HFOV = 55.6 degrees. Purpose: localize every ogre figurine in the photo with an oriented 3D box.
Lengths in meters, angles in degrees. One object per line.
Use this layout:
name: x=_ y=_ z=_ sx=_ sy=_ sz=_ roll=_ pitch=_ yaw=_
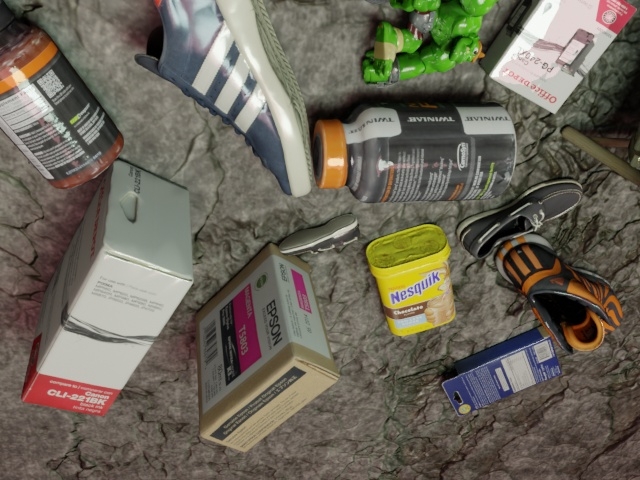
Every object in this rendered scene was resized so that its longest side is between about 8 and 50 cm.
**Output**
ogre figurine: x=0.131 y=-0.252 z=0.703 sx=0.118 sy=0.097 sz=0.197 roll=-5 pitch=136 yaw=-20

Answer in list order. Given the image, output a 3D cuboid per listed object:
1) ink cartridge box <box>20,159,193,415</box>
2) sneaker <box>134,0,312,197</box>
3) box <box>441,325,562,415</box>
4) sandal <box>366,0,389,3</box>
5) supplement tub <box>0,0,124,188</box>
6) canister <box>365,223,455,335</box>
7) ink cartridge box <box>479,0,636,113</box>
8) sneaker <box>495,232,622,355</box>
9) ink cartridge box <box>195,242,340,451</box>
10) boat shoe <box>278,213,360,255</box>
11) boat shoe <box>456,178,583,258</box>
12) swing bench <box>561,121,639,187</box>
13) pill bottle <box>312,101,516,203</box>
ink cartridge box: x=-0.277 y=0.063 z=0.795 sx=0.114 sy=0.197 sz=0.273 roll=21 pitch=121 yaw=-28
sneaker: x=-0.115 y=-0.189 z=0.691 sx=0.148 sy=0.131 sz=0.350 roll=-16 pitch=124 yaw=9
box: x=0.354 y=0.261 z=1.199 sx=0.225 sy=0.037 sz=0.136 roll=-26 pitch=128 yaw=6
sandal: x=0.012 y=-0.358 z=0.631 sx=0.097 sy=0.055 sz=0.254 roll=-25 pitch=139 yaw=17
supplement tub: x=-0.315 y=-0.160 z=0.671 sx=0.106 sy=0.106 sz=0.198 roll=-24 pitch=128 yaw=6
canister: x=0.151 y=0.069 z=0.979 sx=0.126 sy=0.073 sz=0.170 roll=-17 pitch=131 yaw=2
ink cartridge box: x=0.288 y=-0.250 z=0.752 sx=0.109 sy=0.063 sz=0.151 roll=24 pitch=120 yaw=-14
sneaker: x=0.428 y=0.126 z=1.016 sx=0.321 sy=0.180 sz=0.125 roll=27 pitch=118 yaw=-29
ink cartridge box: x=-0.089 y=0.149 z=0.882 sx=0.088 sy=0.235 sz=0.193 roll=33 pitch=114 yaw=-33
boat shoe: x=0.000 y=0.000 z=0.909 sx=0.125 sy=0.046 sz=0.038 roll=-23 pitch=125 yaw=-5
boat shoe: x=0.318 y=-0.028 z=0.944 sx=0.206 sy=0.065 sz=0.075 roll=-23 pitch=129 yaw=6
swing bench: x=0.461 y=-0.176 z=0.737 sx=0.165 sy=0.255 sz=0.253 roll=0 pitch=128 yaw=-13
pill bottle: x=0.114 y=-0.114 z=0.788 sx=0.245 sy=0.131 sz=0.131 roll=-3 pitch=128 yaw=-11
